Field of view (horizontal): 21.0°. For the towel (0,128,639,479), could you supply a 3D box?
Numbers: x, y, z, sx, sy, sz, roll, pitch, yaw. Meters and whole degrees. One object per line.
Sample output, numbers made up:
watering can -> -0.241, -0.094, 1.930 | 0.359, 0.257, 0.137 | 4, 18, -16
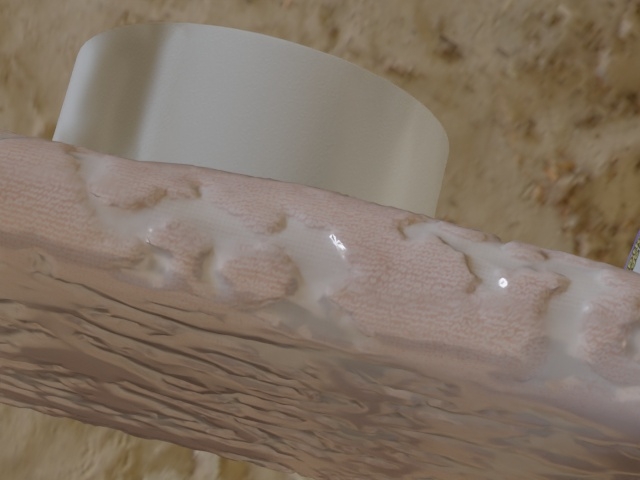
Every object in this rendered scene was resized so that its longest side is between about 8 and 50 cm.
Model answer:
towel -> -0.017, 0.042, 0.663 | 0.331, 0.317, 0.053 | 12, 74, 6

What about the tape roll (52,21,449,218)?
tape roll -> -0.055, -0.006, 1.069 | 0.246, 0.246, 0.169 | 16, 73, -9

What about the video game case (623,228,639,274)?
video game case -> 0.214, -0.055, 0.715 | 0.061, 0.244, 0.270 | 19, 101, -5
